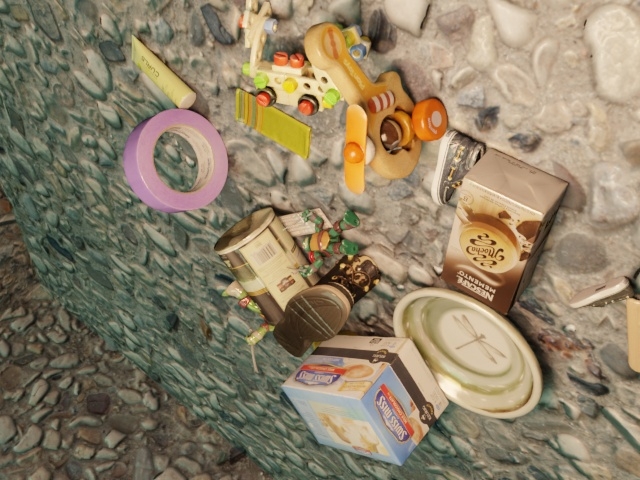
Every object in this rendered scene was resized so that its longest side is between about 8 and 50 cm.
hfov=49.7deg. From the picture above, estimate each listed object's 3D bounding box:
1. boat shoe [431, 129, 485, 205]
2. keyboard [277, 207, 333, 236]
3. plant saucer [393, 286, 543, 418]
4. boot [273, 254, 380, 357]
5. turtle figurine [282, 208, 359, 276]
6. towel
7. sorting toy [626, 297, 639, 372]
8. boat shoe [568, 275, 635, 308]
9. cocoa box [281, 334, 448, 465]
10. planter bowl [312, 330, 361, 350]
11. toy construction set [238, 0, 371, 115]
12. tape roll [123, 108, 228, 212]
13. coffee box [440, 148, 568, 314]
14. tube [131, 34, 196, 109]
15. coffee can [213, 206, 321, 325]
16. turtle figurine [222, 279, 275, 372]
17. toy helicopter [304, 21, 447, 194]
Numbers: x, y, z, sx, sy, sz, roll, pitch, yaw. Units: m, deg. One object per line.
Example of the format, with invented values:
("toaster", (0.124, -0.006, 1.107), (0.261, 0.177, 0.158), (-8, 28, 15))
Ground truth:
("boat shoe", (0.282, -0.133, 1.413), (0.083, 0.065, 0.183), (29, 142, 27))
("keyboard", (-0.061, -0.045, 1.930), (0.256, 0.014, 0.072), (-9, 118, 52))
("plant saucer", (0.367, 0.255, 1.685), (0.400, 0.100, 0.401), (29, 142, 26))
("boot", (0.042, 0.137, 1.757), (0.138, 0.284, 0.377), (44, 148, 6))
("turtle figurine", (0.000, 0.000, 1.810), (0.234, 0.118, 0.175), (-14, 85, 45))
("towel", (-0.122, -0.294, 1.738), (0.237, 0.021, 0.102), (32, 144, 21))
("sorting toy", (0.695, 0.203, 1.331), (0.208, 0.038, 0.193), (18, 137, 43))
("boat shoe", (0.558, 0.114, 1.376), (0.040, 0.049, 0.142), (49, 144, -3))
("cocoa box", (0.111, 0.412, 1.842), (0.347, 0.228, 0.232), (-6, 120, 52))
("planter bowl", (0.088, 0.341, 2.091), (0.217, 0.090, 0.217), (28, 141, 25))
("toy construction set", (-0.053, -0.383, 1.449), (0.327, 0.151, 0.215), (27, 141, 28))
("tape roll", (-0.392, -0.215, 1.887), (0.090, 0.275, 0.275), (-7, 119, 51))
("coffee box", (0.362, -0.012, 1.399), (0.168, 0.119, 0.297), (29, 142, 24))
("tube", (-0.442, -0.455, 1.898), (0.240, 0.062, 0.070), (45, 106, 12))
("coffee can", (-0.142, 0.074, 1.959), (0.201, 0.201, 0.275), (-9, 120, 52))
("turtle figurine", (-0.206, 0.263, 2.246), (0.266, 0.197, 0.275), (45, 143, 10))
("toy helicopter", (0.077, -0.251, 1.308), (0.140, 0.235, 0.355), (2, 143, 47))
